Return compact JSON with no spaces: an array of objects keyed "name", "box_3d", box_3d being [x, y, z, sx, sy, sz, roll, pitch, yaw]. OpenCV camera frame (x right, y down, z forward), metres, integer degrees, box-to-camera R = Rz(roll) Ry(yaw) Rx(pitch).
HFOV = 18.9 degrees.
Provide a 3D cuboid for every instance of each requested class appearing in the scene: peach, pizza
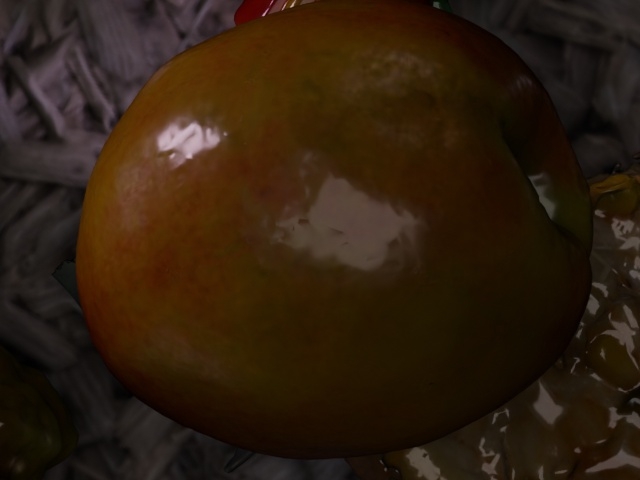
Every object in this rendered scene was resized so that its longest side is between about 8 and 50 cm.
[{"name":"peach","box_3d":[0.000,0.000,1.211,0.332,0.308,0.308,-20,91,14]},{"name":"pizza","box_3d":[0.193,0.139,1.390,0.434,0.080,0.392,-12,91,2]}]

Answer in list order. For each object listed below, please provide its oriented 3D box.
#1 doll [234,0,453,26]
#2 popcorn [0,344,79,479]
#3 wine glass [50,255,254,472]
[{"name":"doll","box_3d":[0.074,-0.260,1.341,0.182,0.160,0.363,30,91,0]},{"name":"popcorn","box_3d":[-0.297,0.213,1.297,0.321,0.290,0.326,16,72,2]},{"name":"wine glass","box_3d":[-0.105,0.072,1.389,0.079,0.079,0.195,-43,92,1]}]
